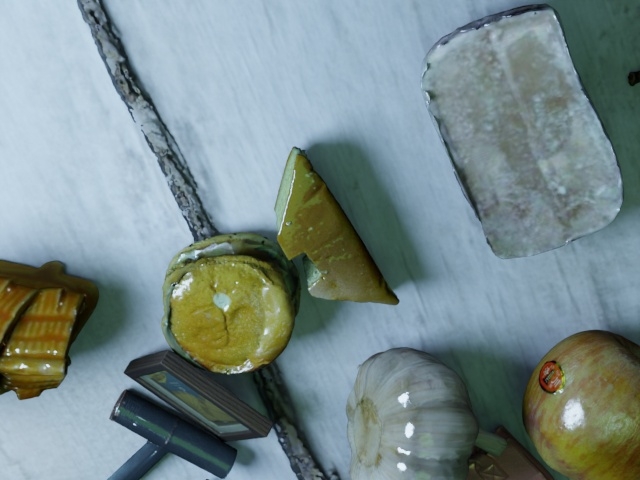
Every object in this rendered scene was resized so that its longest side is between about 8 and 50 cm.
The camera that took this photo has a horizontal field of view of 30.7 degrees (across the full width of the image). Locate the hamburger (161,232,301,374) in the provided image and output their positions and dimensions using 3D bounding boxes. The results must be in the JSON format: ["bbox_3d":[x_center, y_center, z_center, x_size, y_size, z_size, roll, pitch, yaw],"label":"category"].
[{"bbox_3d":[-0.118,0.076,1.445,0.185,0.113,0.177,-39,116,18],"label":"hamburger"}]

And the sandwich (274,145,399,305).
[{"bbox_3d":[0.000,0.000,1.432,0.088,0.090,0.244,-32,113,2],"label":"sandwich"}]

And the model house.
[{"bbox_3d":[-0.394,0.134,1.373,0.199,0.229,0.219,20,109,-7],"label":"model house"}]

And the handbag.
[{"bbox_3d":[0.214,0.370,1.612,0.212,0.059,0.157,-40,110,10],"label":"handbag"}]

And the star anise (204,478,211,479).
[{"bbox_3d":[-0.134,0.382,1.588,0.141,0.042,0.141,-1,108,-4],"label":"star anise"}]

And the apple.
[{"bbox_3d":[0.364,0.220,1.489,0.211,0.211,0.188,30,101,-16],"label":"apple"}]

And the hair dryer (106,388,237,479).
[{"bbox_3d":[-0.229,0.312,1.549,0.173,0.050,0.195,30,111,-8],"label":"hair dryer"}]

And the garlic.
[{"bbox_3d":[0.147,0.242,1.498,0.212,0.218,0.218,6,111,-26],"label":"garlic"}]

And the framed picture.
[{"bbox_3d":[-0.156,0.200,1.480,0.168,0.128,0.023,38,62,-18],"label":"framed picture"}]

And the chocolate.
[{"bbox_3d":[0.242,-0.133,1.402,0.185,0.100,0.303,-21,109,13],"label":"chocolate"}]

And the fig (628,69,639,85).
[{"bbox_3d":[0.452,-0.267,1.376,0.124,0.124,0.236,23,121,-14],"label":"fig"}]
